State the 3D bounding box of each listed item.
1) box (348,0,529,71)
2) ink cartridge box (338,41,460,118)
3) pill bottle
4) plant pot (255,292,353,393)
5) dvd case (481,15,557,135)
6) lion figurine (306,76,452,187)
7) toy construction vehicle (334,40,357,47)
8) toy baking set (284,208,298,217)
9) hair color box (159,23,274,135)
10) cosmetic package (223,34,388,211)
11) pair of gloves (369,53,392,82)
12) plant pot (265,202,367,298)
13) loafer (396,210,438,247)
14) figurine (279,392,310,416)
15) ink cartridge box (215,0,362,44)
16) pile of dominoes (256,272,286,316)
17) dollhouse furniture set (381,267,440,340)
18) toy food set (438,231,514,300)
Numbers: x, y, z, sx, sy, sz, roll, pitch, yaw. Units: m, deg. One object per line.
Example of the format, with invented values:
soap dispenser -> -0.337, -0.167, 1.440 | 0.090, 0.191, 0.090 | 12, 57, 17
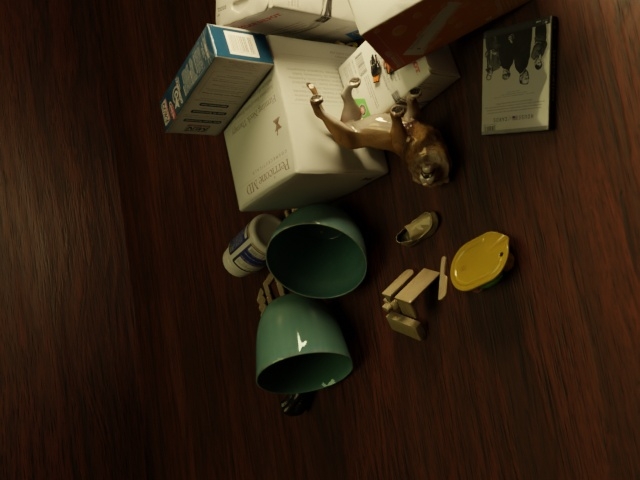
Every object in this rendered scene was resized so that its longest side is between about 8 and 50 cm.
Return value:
box -> 0.252, -0.552, 1.362 | 0.345, 0.215, 0.168 | -23, 73, 22
ink cartridge box -> 0.198, -0.436, 1.628 | 0.289, 0.121, 0.211 | -33, 67, 49
pill bottle -> -0.235, 0.025, 2.217 | 0.264, 0.153, 0.153 | -36, 65, 48
plant pot -> -0.067, 0.304, 1.925 | 0.293, 0.293, 0.235 | -50, 41, 42
dvd case -> 0.438, -0.359, 1.395 | 0.179, 0.029, 0.239 | 7, 99, 52
lion figurine -> 0.147, -0.273, 1.579 | 0.392, 0.142, 0.240 | 23, 152, 29
toy construction vehicle -> 0.048, -0.565, 1.846 | 0.098, 0.086, 0.035 | -13, 76, 53
toy baking set -> -0.045, -0.049, 2.059 | 0.197, 0.030, 0.256 | -36, 65, 48
hair color box -> -0.289, -0.420, 1.690 | 0.347, 0.174, 0.105 | -38, 63, 47
cosmetic package -> -0.060, -0.322, 1.811 | 0.329, 0.327, 0.394 | -25, 74, 51
pair of gloves -> 0.154, -0.442, 1.575 | 0.083, 0.010, 0.074 | -15, 82, 54
plant pot -> 0.000, 0.000, 1.842 | 0.290, 0.290, 0.195 | -55, 15, 40
loafer -> 0.254, -0.026, 1.650 | 0.148, 0.050, 0.056 | -49, 56, 43
figurine -> -0.084, 0.444, 2.123 | 0.215, 0.092, 0.209 | 53, 124, 37
ink cartridge box -> -0.049, -0.653, 1.709 | 0.285, 0.395, 0.166 | 7, 99, 52
pile of dominoes -> -0.154, 0.246, 2.245 | 0.196, 0.040, 0.251 | -53, 45, 42
dollhouse furniture set -> 0.254, 0.165, 1.688 | 0.144, 0.123, 0.151 | 16, 141, 51
toy food set -> 0.380, 0.066, 1.488 | 0.218, 0.071, 0.128 | -33, 43, 47
